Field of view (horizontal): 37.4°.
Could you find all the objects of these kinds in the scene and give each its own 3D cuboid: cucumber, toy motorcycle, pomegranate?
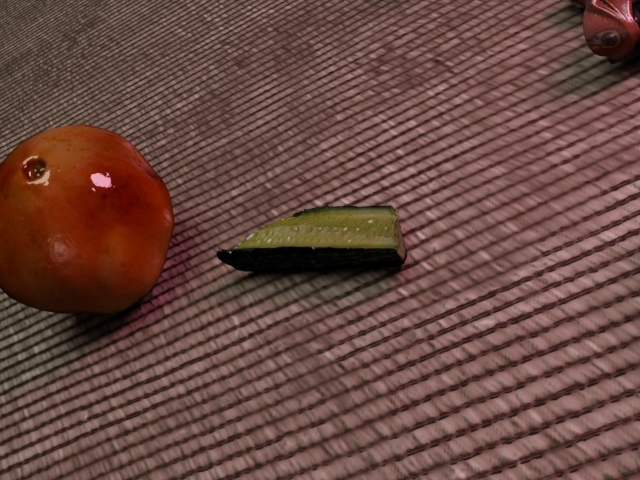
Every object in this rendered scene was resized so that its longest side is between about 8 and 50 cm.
[{"bbox_3d":[0.000,0.000,0.899,0.220,0.046,0.070,-1,45,38],"label":"cucumber"},{"bbox_3d":[0.281,-0.235,0.899,0.118,0.084,0.212,-33,27,7],"label":"toy motorcycle"},{"bbox_3d":[-0.260,-0.016,1.008,0.209,0.209,0.209,-23,36,18],"label":"pomegranate"}]
